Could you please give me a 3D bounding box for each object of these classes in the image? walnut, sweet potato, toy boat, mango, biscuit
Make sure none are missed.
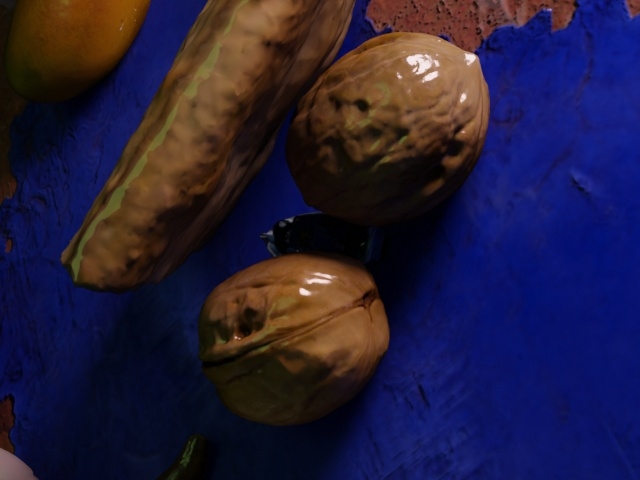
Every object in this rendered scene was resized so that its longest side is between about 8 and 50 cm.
[{"bbox_3d":[0.060,-0.096,1.043,0.184,0.155,0.155,-34,49,22],"label":"walnut"},{"bbox_3d":[-0.171,0.302,1.167,0.057,0.057,0.264,19,87,49],"label":"sweet potato"},{"bbox_3d":[-0.028,0.086,1.066,0.180,0.144,0.144,-17,59,31],"label":"walnut"},{"bbox_3d":[0.000,0.000,1.131,0.137,0.061,0.060,3,74,48],"label":"toy boat"},{"bbox_3d":[-0.296,-0.279,1.523,0.175,0.139,0.254,37,106,50],"label":"mango"},{"bbox_3d":[-0.058,-0.149,1.107,0.446,0.104,0.429,-59,0,-1],"label":"biscuit"}]

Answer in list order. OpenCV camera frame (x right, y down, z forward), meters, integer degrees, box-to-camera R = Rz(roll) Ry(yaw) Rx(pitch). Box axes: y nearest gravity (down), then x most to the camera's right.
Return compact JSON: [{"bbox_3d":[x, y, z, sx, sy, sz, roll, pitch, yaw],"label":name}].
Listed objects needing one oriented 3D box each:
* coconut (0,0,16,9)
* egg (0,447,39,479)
[{"bbox_3d":[-0.409,-0.459,1.617,0.297,0.297,0.254,-54,52,13],"label":"coconut"},{"bbox_3d":[-0.362,0.314,1.289,0.207,0.162,0.270,-3,103,13],"label":"egg"}]
